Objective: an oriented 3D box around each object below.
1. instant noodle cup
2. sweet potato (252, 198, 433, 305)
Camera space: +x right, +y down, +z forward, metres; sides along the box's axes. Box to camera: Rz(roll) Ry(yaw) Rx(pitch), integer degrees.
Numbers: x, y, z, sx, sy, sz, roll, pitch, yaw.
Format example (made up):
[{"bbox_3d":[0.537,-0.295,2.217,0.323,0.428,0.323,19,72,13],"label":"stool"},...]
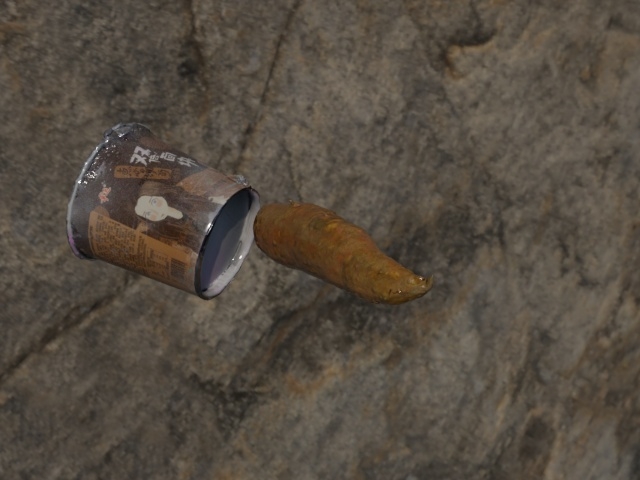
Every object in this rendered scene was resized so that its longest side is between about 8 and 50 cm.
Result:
[{"bbox_3d":[-0.214,-0.034,1.247,0.217,0.207,0.217,-56,161,-31],"label":"instant noodle cup"},{"bbox_3d":[0.000,0.000,0.820,0.066,0.314,0.072,-32,114,-21],"label":"sweet potato"}]
